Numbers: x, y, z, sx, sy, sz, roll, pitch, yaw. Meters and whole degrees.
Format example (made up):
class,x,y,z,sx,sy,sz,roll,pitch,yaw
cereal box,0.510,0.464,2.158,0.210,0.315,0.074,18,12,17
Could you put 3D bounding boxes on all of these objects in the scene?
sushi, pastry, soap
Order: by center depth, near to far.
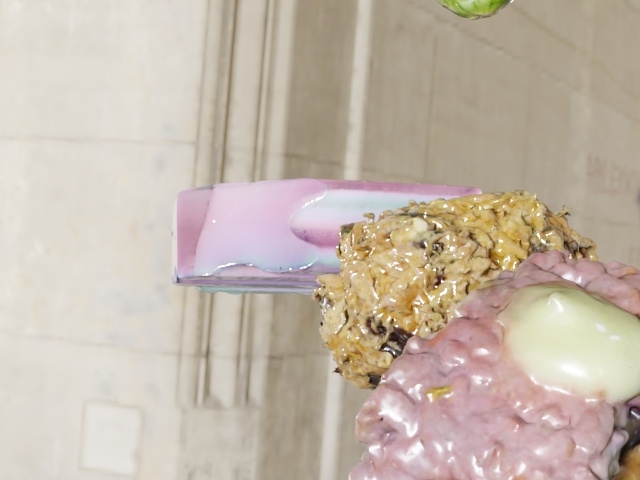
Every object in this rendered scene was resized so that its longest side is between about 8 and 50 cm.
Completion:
class,x,y,z,sx,sy,sz,roll,pitch,yaw
sushi,0.148,0.131,0.796,0.171,0.237,0.270,26,37,37
pastry,0.118,0.038,1.130,0.274,0.193,0.275,1,-22,1
soap,0.000,0.000,1.409,0.323,0.109,0.193,1,-12,-12

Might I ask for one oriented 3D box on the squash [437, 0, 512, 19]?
class,x,y,z,sx,sy,sz,roll,pitch,yaw
squash,0.072,-0.239,0.696,0.069,0.239,0.069,-7,-4,0
